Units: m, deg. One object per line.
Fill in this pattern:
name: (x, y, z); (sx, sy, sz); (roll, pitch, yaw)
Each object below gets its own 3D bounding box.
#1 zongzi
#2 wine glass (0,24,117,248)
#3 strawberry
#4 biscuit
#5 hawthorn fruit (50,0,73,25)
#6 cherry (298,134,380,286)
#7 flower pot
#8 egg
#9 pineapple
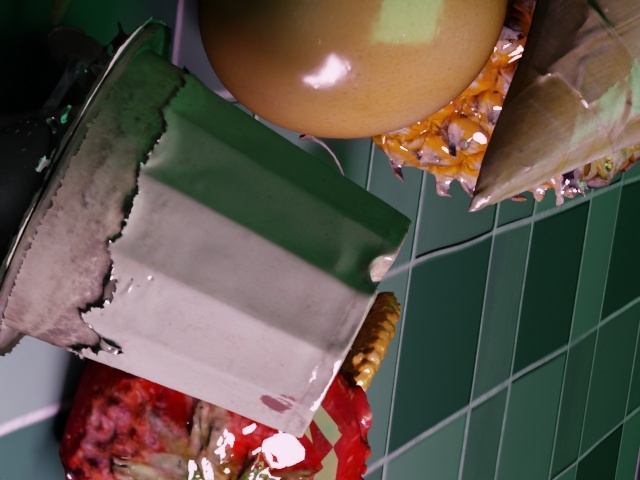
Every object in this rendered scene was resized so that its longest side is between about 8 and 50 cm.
zongzi: (0.239, -0.247, 1.703); (0.393, 0.174, 0.356); (-22, 97, -29)
wine glass: (-0.222, -0.070, 1.394); (0.198, 0.066, 0.066); (-62, 153, -32)
strawberry: (-0.082, 0.159, 1.607); (0.220, 0.274, 0.274); (-66, 162, -73)
biscuit: (0.004, 0.158, 1.923); (0.254, 0.035, 0.254); (-56, -173, 11)
hawthorn fruit: (-0.137, -0.266, 1.367); (0.251, 0.199, 0.199); (-59, 164, 19)
cherry: (-0.006, 0.004, 1.909); (0.148, 0.115, 0.188); (-39, 147, 6)
flower pot: (-0.084, 0.010, 1.392); (0.290, 0.259, 0.290); (-62, 178, -4)
egg: (0.028, -0.215, 1.671); (0.322, 0.250, 0.250); (-31, 130, -50)
pineapple: (0.185, -0.211, 1.968); (0.352, 0.300, 0.352); (-24, 120, -50)
